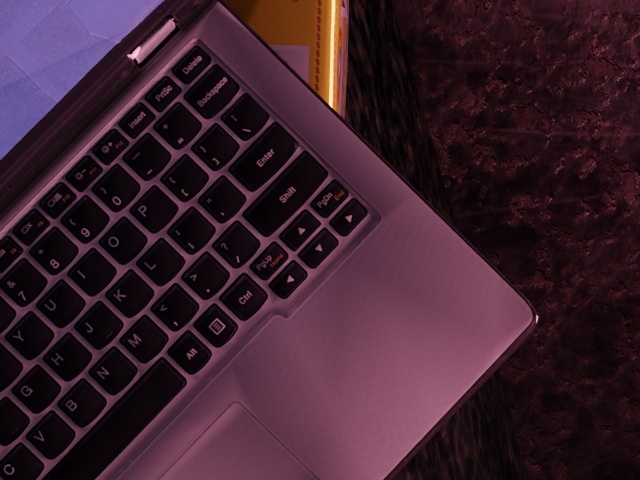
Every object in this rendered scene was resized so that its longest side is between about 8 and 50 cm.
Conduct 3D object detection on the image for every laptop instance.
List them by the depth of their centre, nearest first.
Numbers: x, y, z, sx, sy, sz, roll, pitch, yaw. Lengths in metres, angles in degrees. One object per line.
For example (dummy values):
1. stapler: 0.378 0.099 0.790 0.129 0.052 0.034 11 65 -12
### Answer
1. laptop: -0.144 0.032 0.843 0.408 0.382 0.236 44 -5 -2

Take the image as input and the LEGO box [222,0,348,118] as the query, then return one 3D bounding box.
1. LEGO box: -0.079 -0.140 1.159 0.372 0.193 0.500 -75 167 -84
